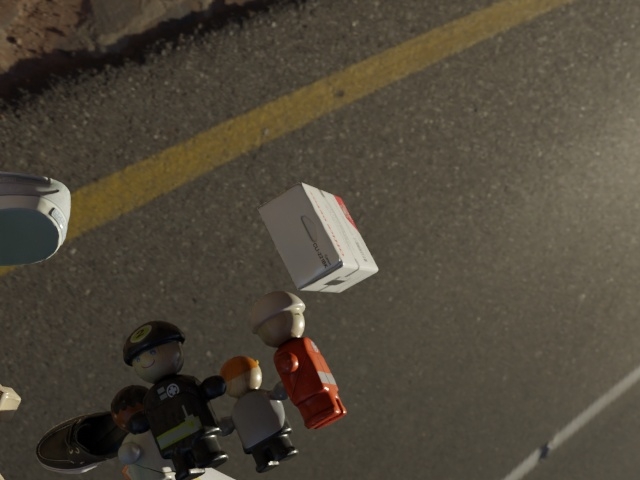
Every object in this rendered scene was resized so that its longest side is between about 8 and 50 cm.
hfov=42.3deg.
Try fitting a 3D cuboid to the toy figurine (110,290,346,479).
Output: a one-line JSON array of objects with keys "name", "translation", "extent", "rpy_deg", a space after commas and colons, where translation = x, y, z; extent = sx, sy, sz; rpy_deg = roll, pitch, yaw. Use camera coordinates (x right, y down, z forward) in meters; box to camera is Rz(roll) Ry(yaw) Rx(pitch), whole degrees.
[{"name": "toy figurine", "translation": [-0.104, 0.161, 0.839], "extent": [0.213, 0.148, 0.209], "rpy_deg": [-15, 157, -31]}]

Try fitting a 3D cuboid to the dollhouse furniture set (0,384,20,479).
[{"name": "dollhouse furniture set", "translation": [-0.423, 0.359, 0.888], "extent": [0.173, 0.303, 0.356], "rpy_deg": [24, 89, -46]}]

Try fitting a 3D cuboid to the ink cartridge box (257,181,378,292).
[{"name": "ink cartridge box", "translation": [0.000, 0.000, 1.756], "extent": [0.114, 0.197, 0.273], "rpy_deg": [-31, 167, 14]}]

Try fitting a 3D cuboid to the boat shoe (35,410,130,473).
[{"name": "boat shoe", "translation": [-0.302, 0.268, 1.120], "extent": [0.076, 0.228, 0.080], "rpy_deg": [43, 42, -59]}]

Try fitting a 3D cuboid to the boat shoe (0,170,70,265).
[{"name": "boat shoe", "translation": [-0.330, -0.021, 0.722], "extent": [0.227, 0.081, 0.079], "rpy_deg": [-1, 123, -1]}]

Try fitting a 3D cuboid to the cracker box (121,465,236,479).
[{"name": "cracker box", "translation": [-0.150, 0.377, 1.168], "extent": [0.232, 0.155, 0.067], "rpy_deg": [38, 82, -35]}]
